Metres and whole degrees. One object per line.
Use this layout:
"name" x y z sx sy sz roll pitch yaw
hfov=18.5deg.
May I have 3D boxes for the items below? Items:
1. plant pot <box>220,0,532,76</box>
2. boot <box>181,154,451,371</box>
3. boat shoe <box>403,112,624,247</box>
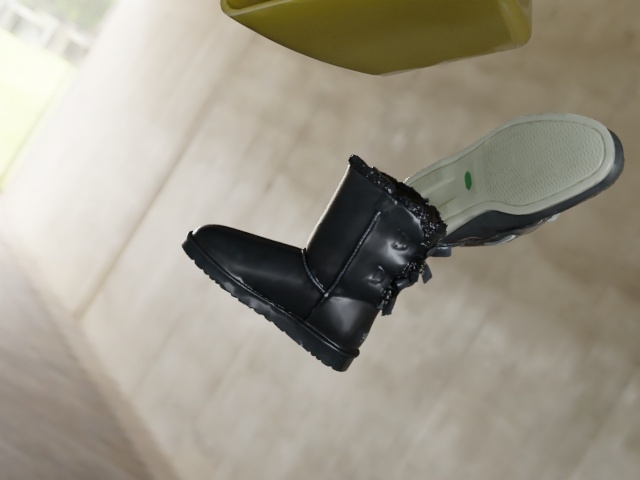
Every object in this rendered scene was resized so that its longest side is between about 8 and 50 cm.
"plant pot" 0.066 -0.243 1.537 0.212 0.212 0.187 -10 -28 27
"boot" 0.000 0.000 1.037 0.121 0.099 0.045 36 12 9
"boat shoe" 0.160 -0.044 1.579 0.079 0.084 0.233 15 -24 -36
